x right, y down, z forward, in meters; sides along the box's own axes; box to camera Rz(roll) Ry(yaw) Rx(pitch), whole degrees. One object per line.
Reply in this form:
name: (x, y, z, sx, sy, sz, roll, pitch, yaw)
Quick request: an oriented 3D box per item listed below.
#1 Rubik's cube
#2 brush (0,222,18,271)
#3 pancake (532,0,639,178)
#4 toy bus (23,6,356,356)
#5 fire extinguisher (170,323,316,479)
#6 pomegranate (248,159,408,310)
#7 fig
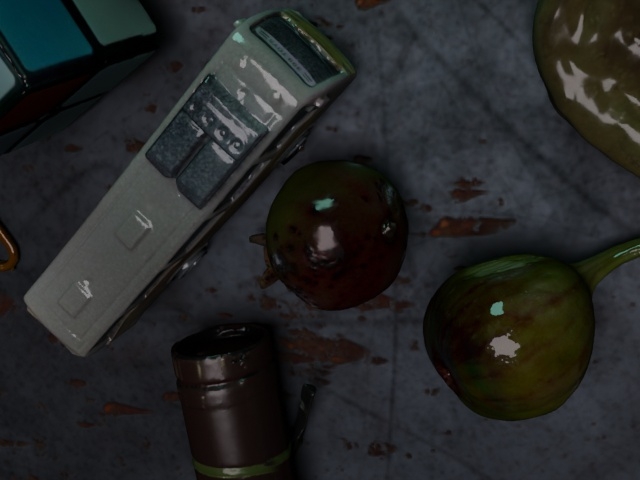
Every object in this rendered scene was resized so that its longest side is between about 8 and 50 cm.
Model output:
Rubik's cube: (-0.275, -0.177, 0.664, 0.180, 0.167, 0.183, -25, 101, 35)
brush: (-0.404, -0.099, 0.823, 0.090, 0.017, 0.314, -30, 98, 23)
pancake: (0.292, -0.140, 0.570, 0.294, 0.049, 0.294, 18, 132, 21)
toy bus: (-0.120, -0.046, 0.701, 0.097, 0.138, 0.342, 45, 113, 1)
fire extinguisher: (-0.054, 0.255, 0.793, 0.141, 0.105, 0.341, -6, 102, 17)
pomegranate: (-0.002, 0.002, 0.693, 0.159, 0.129, 0.129, -27, 98, 21)
fig: (0.203, 0.045, 0.666, 0.245, 0.149, 0.149, -32, 97, -3)
